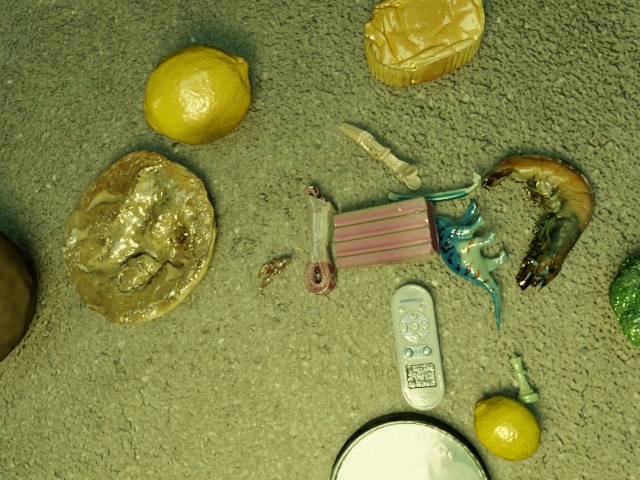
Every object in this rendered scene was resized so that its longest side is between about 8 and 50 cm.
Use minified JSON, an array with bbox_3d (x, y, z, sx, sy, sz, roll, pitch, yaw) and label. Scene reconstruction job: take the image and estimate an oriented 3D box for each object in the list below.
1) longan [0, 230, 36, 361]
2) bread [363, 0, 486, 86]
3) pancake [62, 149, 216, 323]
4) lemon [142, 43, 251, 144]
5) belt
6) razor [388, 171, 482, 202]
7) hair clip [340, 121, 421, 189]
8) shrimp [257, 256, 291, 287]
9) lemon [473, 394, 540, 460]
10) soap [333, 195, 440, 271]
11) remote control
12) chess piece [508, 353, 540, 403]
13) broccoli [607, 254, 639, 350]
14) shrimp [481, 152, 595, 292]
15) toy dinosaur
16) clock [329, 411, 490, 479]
[{"bbox_3d":[-0.793,0.122,1.071,0.391,0.391,0.391,-2,80,10],"label":"longan"},{"bbox_3d":[0.214,-0.428,1.117,0.250,0.133,0.179,-21,78,7],"label":"bread"},{"bbox_3d":[-0.405,-0.008,1.181,0.386,0.082,0.387,-1,83,12],"label":"pancake"},{"bbox_3d":[-0.265,-0.314,1.151,0.260,0.204,0.204,-28,76,7],"label":"lemon"},{"bbox_3d":[0.000,0.000,1.121,0.071,0.053,0.232,-6,79,17],"label":"belt"},{"bbox_3d":[0.236,-0.096,1.095,0.191,0.068,0.037,-9,69,15],"label":"razor"},{"bbox_3d":[0.124,-0.191,1.123,0.226,0.072,0.034,42,86,15],"label":"hair clip"},{"bbox_3d":[-0.104,0.061,1.141,0.092,0.029,0.038,-45,76,4],"label":"shrimp"},{"bbox_3d":[0.338,0.342,0.968,0.133,0.109,0.109,40,89,8],"label":"lemon"},{"bbox_3d":[0.130,-0.010,1.068,0.203,0.065,0.122,-9,78,23],"label":"soap"},{"bbox_3d":[0.192,0.209,1.051,0.087,0.047,0.244,-6,78,6],"label":"remote control"},{"bbox_3d":[0.383,0.263,1.011,0.042,0.042,0.093,-17,72,7],"label":"chess piece"},{"bbox_3d":[0.638,0.124,0.902,0.269,0.270,0.270,-17,113,7],"label":"broccoli"},{"bbox_3d":[0.405,-0.050,1.026,0.222,0.054,0.290,28,74,3],"label":"shrimp"},{"bbox_3d":[0.294,0.008,1.055,0.144,0.076,0.329,-43,71,11],"label":"toy dinosaur"},{"bbox_3d":[0.167,0.493,0.996,0.318,0.066,0.319,-2,80,11],"label":"clock"}]
